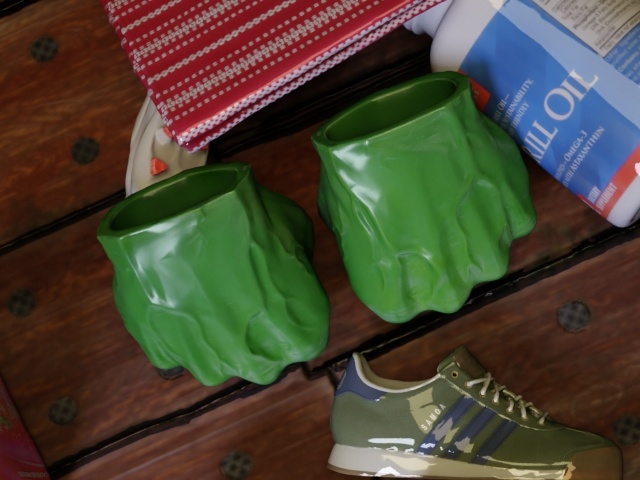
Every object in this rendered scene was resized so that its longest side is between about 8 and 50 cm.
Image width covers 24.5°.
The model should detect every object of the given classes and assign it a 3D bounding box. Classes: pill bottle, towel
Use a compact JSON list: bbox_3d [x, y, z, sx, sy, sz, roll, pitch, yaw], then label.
[{"bbox_3d":[0.150,-0.121,0.957,0.221,0.124,0.124,40,88,13],"label":"pill bottle"},{"bbox_3d":[-0.050,-0.186,0.978,0.199,0.031,0.275,-31,46,1],"label":"towel"}]

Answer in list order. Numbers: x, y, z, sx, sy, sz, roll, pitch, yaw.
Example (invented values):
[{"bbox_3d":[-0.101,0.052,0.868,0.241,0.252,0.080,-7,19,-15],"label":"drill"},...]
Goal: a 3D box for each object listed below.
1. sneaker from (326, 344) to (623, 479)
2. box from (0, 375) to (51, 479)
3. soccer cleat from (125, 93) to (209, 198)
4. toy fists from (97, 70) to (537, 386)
[{"bbox_3d":[0.099,0.111,0.953,0.192,0.064,0.086,1,85,11],"label":"sneaker"},{"bbox_3d":[-0.288,0.130,0.885,0.142,0.300,0.154,-30,77,2],"label":"box"},{"bbox_3d":[-0.089,-0.107,1.022,0.068,0.076,0.196,29,68,-22],"label":"soccer cleat"},{"bbox_3d":[0.000,0.000,0.954,0.279,0.096,0.142,-22,113,3],"label":"toy fists"}]
